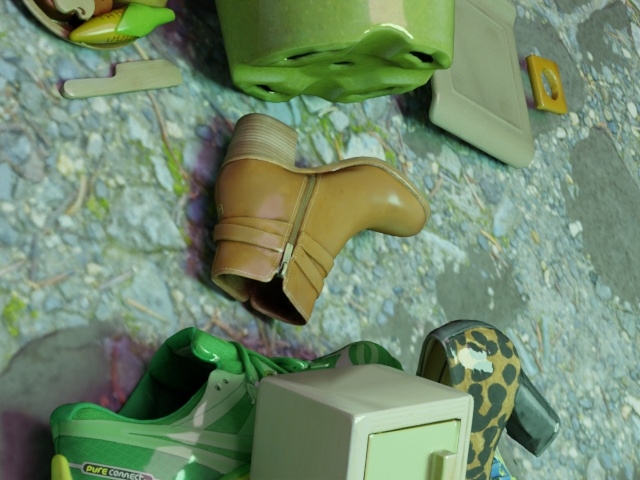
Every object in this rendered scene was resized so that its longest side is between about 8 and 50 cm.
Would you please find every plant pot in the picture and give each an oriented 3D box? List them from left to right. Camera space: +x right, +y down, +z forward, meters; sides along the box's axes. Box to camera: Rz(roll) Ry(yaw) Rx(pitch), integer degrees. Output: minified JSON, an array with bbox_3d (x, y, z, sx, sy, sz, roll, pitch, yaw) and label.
[{"bbox_3d":[0.007,-0.254,0.843,0.276,0.276,0.254,1,82,-44],"label":"plant pot"}]

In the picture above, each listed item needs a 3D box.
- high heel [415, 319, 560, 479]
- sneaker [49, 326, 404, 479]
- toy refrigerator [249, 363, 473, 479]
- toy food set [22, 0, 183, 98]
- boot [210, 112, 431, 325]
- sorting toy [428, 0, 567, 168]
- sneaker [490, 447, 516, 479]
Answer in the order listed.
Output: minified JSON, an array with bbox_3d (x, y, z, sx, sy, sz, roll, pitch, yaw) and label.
[{"bbox_3d":[0.060,0.182,0.704,0.261,0.093,0.186,-56,138,-12],"label":"high heel"},{"bbox_3d":[-0.047,0.109,0.690,0.295,0.109,0.123,-16,86,-47],"label":"sneaker"},{"bbox_3d":[0.018,0.219,0.621,0.102,0.094,0.269,0,98,-42],"label":"toy refrigerator"},{"bbox_3d":[-0.173,-0.204,0.776,0.132,0.038,0.192,-21,85,-48],"label":"toy food set"},{"bbox_3d":[0.000,0.000,0.824,0.197,0.073,0.152,21,54,-22],"label":"boot"},{"bbox_3d":[0.154,-0.185,1.078,0.348,0.047,0.196,20,61,-45],"label":"sorting toy"},{"bbox_3d":[0.148,0.221,0.812,0.091,0.126,0.240,19,58,-39],"label":"sneaker"}]
